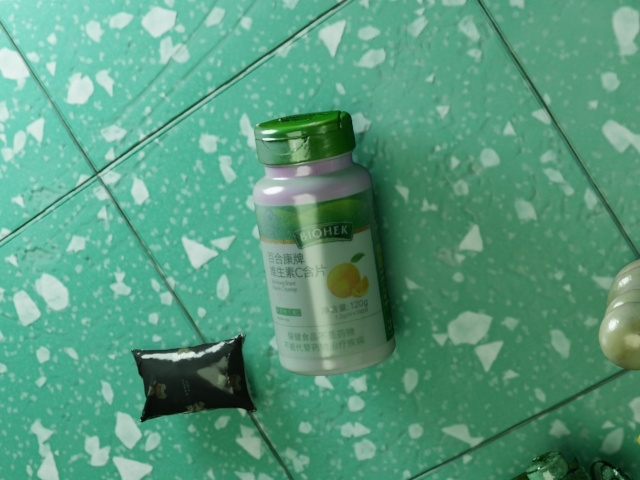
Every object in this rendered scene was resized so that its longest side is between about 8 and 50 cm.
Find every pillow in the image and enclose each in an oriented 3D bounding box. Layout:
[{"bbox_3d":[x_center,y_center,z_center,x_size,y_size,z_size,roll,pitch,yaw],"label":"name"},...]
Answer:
[{"bbox_3d":[-0.151,0.166,1.690,0.150,0.048,0.090,-9,109,18],"label":"pillow"}]

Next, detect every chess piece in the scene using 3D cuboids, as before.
[{"bbox_3d":[0.326,0.077,1.426,0.094,0.170,0.094,4,103,19],"label":"chess piece"}]

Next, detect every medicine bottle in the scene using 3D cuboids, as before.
[{"bbox_3d":[0.000,0.000,1.546,0.133,0.133,0.274,-5,101,21],"label":"medicine bottle"}]

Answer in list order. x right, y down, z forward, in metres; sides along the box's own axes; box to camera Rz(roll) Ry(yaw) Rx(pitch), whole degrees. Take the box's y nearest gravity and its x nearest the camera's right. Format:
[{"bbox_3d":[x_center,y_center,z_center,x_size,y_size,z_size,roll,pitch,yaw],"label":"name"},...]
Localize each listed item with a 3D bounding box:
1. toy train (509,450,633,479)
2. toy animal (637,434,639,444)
[{"bbox_3d":[0.310,0.360,1.537,0.126,0.189,0.307,-34,91,-15],"label":"toy train"},{"bbox_3d":[0.431,0.264,1.455,0.156,0.156,0.229,-19,100,23],"label":"toy animal"}]
